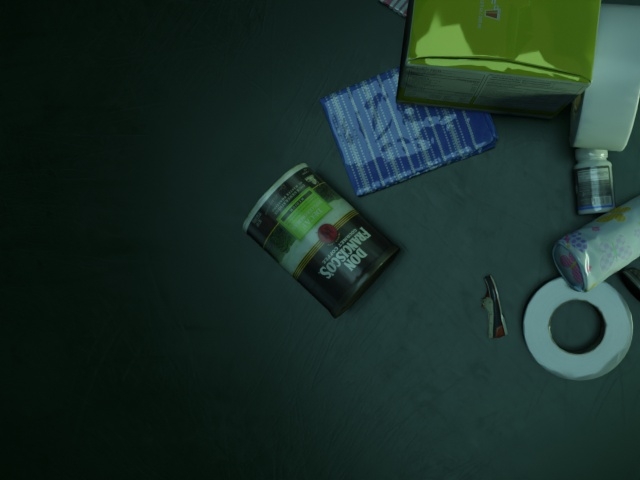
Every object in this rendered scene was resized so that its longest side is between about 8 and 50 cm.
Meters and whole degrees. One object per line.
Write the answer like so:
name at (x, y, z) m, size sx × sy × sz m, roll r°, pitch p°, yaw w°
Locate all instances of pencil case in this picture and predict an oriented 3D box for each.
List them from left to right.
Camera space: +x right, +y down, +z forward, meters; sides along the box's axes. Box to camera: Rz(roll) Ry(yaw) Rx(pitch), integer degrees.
pencil case at (0.602, -0.002, 1.749) m, size 0.273 × 0.113 × 0.124 m, roll -26°, pitch 112°, yaw -10°

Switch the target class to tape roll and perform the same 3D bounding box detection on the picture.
tape roll at (0.531, 0.178, 1.815) m, size 0.219 × 0.072 × 0.219 m, roll 0°, pitch 89°, yaw 9°
tape roll at (0.559, -0.318, 1.709) m, size 0.100 × 0.286 × 0.286 m, roll 6°, pitch 91°, yaw 10°

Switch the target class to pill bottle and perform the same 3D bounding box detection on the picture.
pill bottle at (0.567, -0.124, 1.808) m, size 0.078 × 0.078 × 0.137 m, roll -5°, pitch 88°, yaw 10°

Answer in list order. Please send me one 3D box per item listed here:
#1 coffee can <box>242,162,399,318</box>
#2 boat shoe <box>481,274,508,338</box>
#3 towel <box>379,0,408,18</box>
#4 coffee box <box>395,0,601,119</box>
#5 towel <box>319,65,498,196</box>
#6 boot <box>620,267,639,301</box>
coffee can at (0.000, 0.000, 1.847) m, size 0.275 × 0.201 × 0.201 m, roll 42°, pitch 96°, yaw 8°
boat shoe at (0.365, 0.142, 1.859) m, size 0.043 × 0.049 × 0.137 m, roll -13°, pitch 92°, yaw 12°
towel at (0.241, -0.532, 1.896) m, size 0.197 × 0.029 × 0.144 m, roll 36°, pitch 95°, yaw 9°
coffee box at (0.339, -0.445, 1.695) m, size 0.338 × 0.334 × 0.338 m, roll 7°, pitch 87°, yaw 3°
towel at (0.190, -0.261, 1.898) m, size 0.336 × 0.040 × 0.243 m, roll -21°, pitch 85°, yaw 9°
boot at (0.774, 0.064, 1.775) m, size 0.263 × 0.091 × 0.229 m, roll 34°, pitch 90°, yaw 5°
